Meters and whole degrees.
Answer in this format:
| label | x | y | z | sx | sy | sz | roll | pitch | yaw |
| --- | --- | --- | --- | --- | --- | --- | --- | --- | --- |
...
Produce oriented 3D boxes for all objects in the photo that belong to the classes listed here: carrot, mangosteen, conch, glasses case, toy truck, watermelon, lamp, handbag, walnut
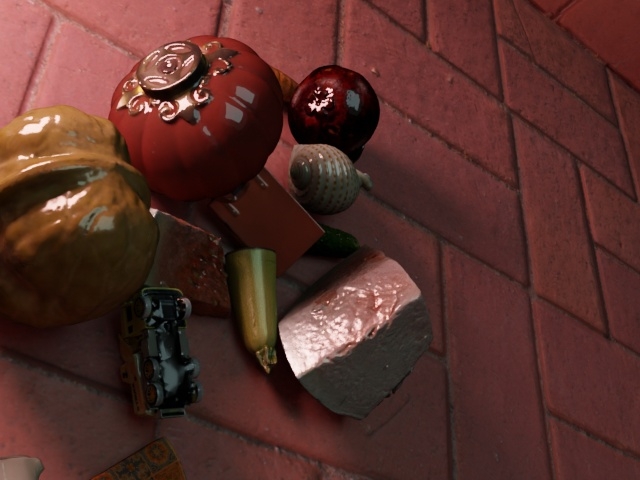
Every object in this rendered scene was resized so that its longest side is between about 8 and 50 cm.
| label | x | y | z | sx | sy | sz | roll | pitch | yaw |
| --- | --- | --- | --- | --- | --- | --- | --- | --- | --- |
| carrot | -0.086 | -0.326 | 1.892 | 0.205 | 0.072 | 0.072 | 20 | 49 | -46 |
| mangosteen | 0.031 | -0.267 | 1.859 | 0.210 | 0.210 | 0.210 | 26 | 47 | -31 |
| conch | 0.009 | -0.112 | 1.763 | 0.200 | 0.172 | 0.131 | 33 | 76 | -37 |
| glasses case | -0.283 | 0.349 | 1.201 | 0.218 | 0.049 | 0.075 | -23 | 80 | -51 |
| toy truck | -0.249 | 0.174 | 1.315 | 0.085 | 0.116 | 0.191 | 3 | 70 | -45 |
| watermelon | 0.093 | 0.145 | 1.566 | 0.228 | 0.258 | 0.387 | 51 | 38 | -10 |
| lamp | -0.210 | -0.209 | 1.500 | 0.257 | 0.303 | 0.303 | 67 | 18 | -52 |
| handbag | -0.101 | -0.041 | 1.616 | 0.127 | 0.063 | 0.190 | -45 | 100 | -7 |
| watermelon | -0.225 | 0.041 | 1.450 | 0.256 | 0.139 | 0.193 | 32 | 51 | -37 |
| walnut | -0.365 | -0.027 | 1.220 | 0.253 | 0.277 | 0.282 | 32 | 33 | -33 |

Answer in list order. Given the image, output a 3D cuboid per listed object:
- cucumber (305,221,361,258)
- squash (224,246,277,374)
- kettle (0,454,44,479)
| label | x | y | z | sx | sy | sz | roll | pitch | yaw |
| --- | --- | --- | --- | --- | --- | --- | --- | --- | --- |
| cucumber | 0.000 | 0.000 | 1.733 | 0.227 | 0.069 | 0.069 | 13 | 54 | -42 |
| squash | -0.107 | 0.122 | 1.514 | 0.094 | 0.094 | 0.224 | 9 | 63 | -42 |
| kettle | -0.393 | 0.348 | 1.070 | 0.098 | 0.126 | 0.148 | 46 | 22 | -67 |
